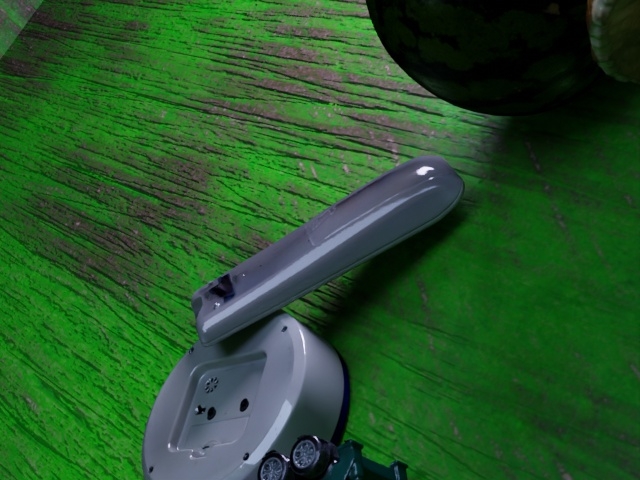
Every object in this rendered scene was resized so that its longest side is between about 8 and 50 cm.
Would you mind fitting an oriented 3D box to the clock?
[{"bbox_3d":[-0.081,0.181,1.341,0.230,0.083,0.230,-31,39,30],"label":"clock"}]

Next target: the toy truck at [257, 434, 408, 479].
[{"bbox_3d":[-0.024,0.265,1.170,0.216,0.110,0.116,-32,49,26],"label":"toy truck"}]

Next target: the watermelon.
[{"bbox_3d":[0.181,-0.261,1.285,0.285,0.285,0.285,-31,38,28],"label":"watermelon"}]

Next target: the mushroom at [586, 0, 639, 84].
[{"bbox_3d":[0.350,-0.202,1.045,0.233,0.208,0.302,-35,21,-7],"label":"mushroom"}]

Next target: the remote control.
[{"bbox_3d":[0.000,0.000,1.367,0.313,0.055,0.109,-29,23,1],"label":"remote control"}]
